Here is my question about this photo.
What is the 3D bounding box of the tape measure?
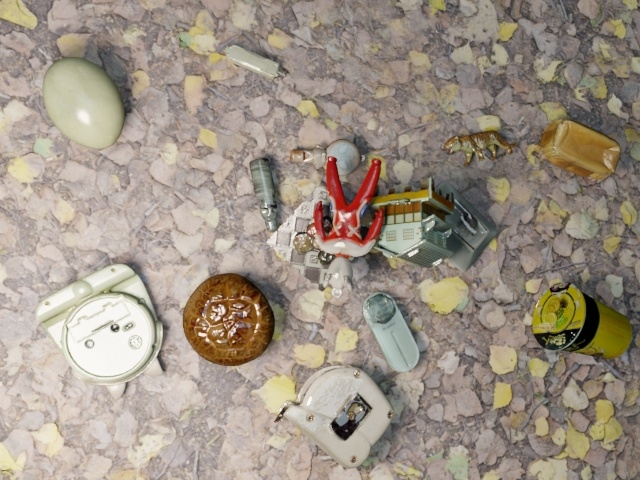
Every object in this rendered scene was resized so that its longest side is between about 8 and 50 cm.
[{"bbox_3d":[0.052,0.475,1.644,0.258,0.130,0.265,41,77,-4],"label":"tape measure"}]

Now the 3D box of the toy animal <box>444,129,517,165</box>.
[{"bbox_3d":[0.503,-0.296,1.859,0.241,0.057,0.099,-15,88,-13],"label":"toy animal"}]

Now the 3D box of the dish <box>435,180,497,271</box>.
[{"bbox_3d":[0.418,-0.047,1.804,0.243,0.080,0.182,43,77,-6],"label":"dish"}]

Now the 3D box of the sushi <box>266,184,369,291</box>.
[{"bbox_3d":[0.000,0.000,1.675,0.220,0.047,0.231,42,100,-6],"label":"sushi"}]

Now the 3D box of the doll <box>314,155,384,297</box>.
[{"bbox_3d":[0.071,-0.037,1.604,0.189,0.099,0.383,8,81,13],"label":"doll"}]

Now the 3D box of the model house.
[{"bbox_3d":[0.262,-0.042,1.677,0.199,0.224,0.215,-3,78,31],"label":"model house"}]

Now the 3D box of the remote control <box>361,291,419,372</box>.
[{"bbox_3d":[0.202,0.267,1.736,0.104,0.052,0.247,-26,90,-15],"label":"remote control"}]

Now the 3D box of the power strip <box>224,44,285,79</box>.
[{"bbox_3d":[-0.190,-0.517,1.736,0.191,0.030,0.047,21,79,-10],"label":"power strip"}]

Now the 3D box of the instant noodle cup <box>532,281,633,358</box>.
[{"bbox_3d":[0.802,0.258,1.811,0.236,0.215,0.215,19,80,-19],"label":"instant noodle cup"}]

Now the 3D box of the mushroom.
[{"bbox_3d":[-0.245,0.213,1.595,0.253,0.153,0.253,0,90,-4],"label":"mushroom"}]

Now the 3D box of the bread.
[{"bbox_3d":[0.824,-0.290,1.906,0.241,0.107,0.136,20,83,-10],"label":"bread"}]

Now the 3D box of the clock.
[{"bbox_3d":[-0.543,0.240,1.541,0.265,0.108,0.324,-30,92,-14],"label":"clock"}]

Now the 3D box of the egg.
[{"bbox_3d":[-0.610,-0.354,1.543,0.187,0.186,0.253,-29,87,-14],"label":"egg"}]

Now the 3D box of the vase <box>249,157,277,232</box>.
[{"bbox_3d":[-0.155,-0.125,1.691,0.060,0.060,0.211,-11,88,-14],"label":"vase"}]

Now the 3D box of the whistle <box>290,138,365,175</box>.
[{"bbox_3d":[0.022,-0.244,1.747,0.220,0.057,0.107,0,98,-8],"label":"whistle"}]
